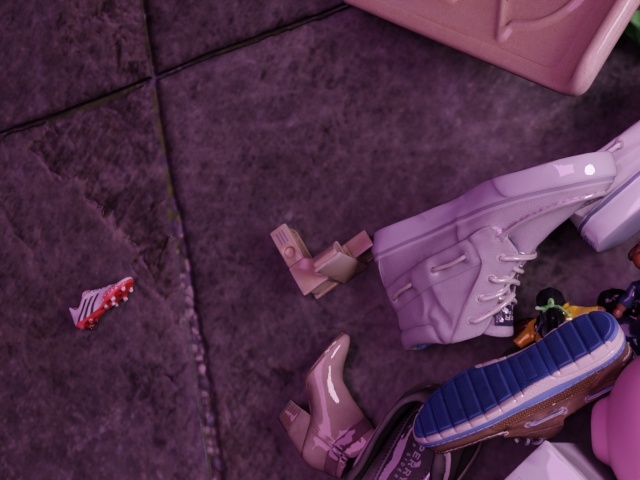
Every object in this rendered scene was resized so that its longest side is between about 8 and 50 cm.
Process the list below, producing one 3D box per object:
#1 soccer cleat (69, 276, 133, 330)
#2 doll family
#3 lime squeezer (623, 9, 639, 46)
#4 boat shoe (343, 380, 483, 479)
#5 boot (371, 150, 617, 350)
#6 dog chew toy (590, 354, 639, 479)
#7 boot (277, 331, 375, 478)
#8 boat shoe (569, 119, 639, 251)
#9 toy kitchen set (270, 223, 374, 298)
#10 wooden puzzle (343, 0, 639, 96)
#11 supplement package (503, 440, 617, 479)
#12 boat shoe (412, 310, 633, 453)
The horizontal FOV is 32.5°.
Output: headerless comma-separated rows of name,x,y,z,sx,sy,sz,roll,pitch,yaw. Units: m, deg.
soccer cleat,-0.231,0.061,1.155,0.083,0.029,0.035,-42,70,17
doll family,0.234,0.075,0.915,0.193,0.076,0.111,-20,68,15
lime squeezer,0.290,-0.226,0.954,0.310,0.059,0.110,43,99,26
boat shoe,0.032,0.272,0.953,0.112,0.095,0.335,28,92,27
boot,0.153,0.018,0.925,0.258,0.095,0.123,-26,76,49
dog chew toy,0.359,0.137,0.765,0.332,0.206,0.206,-4,78,24
boot,0.019,0.156,1.017,0.087,0.042,0.118,37,97,20
boat shoe,0.301,-0.101,0.901,0.258,0.095,0.084,-41,68,13
toy kitchen set,0.000,0.000,1.036,0.083,0.068,0.075,-36,67,14
wooden puzzle,0.205,-0.301,0.962,0.348,0.080,0.322,36,96,50
supplement package,0.173,0.274,0.832,0.203,0.194,0.149,-47,64,10
boat shoe,0.162,0.128,0.863,0.183,0.066,0.066,-28,27,15
